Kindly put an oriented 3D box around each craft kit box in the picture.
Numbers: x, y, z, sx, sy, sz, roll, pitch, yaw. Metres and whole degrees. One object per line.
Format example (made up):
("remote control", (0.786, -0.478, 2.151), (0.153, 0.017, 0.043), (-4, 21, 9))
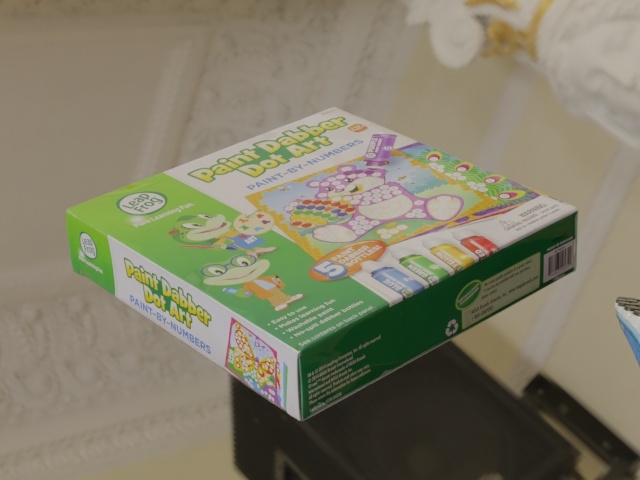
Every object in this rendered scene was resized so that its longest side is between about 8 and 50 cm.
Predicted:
("craft kit box", (0.000, 0.000, 0.919), (0.250, 0.247, 0.061), (-25, -57, -35))

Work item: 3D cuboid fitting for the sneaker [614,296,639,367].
("sneaker", (0.220, 0.083, 0.869), (0.162, 0.063, 0.073), (-81, -3, -73))
